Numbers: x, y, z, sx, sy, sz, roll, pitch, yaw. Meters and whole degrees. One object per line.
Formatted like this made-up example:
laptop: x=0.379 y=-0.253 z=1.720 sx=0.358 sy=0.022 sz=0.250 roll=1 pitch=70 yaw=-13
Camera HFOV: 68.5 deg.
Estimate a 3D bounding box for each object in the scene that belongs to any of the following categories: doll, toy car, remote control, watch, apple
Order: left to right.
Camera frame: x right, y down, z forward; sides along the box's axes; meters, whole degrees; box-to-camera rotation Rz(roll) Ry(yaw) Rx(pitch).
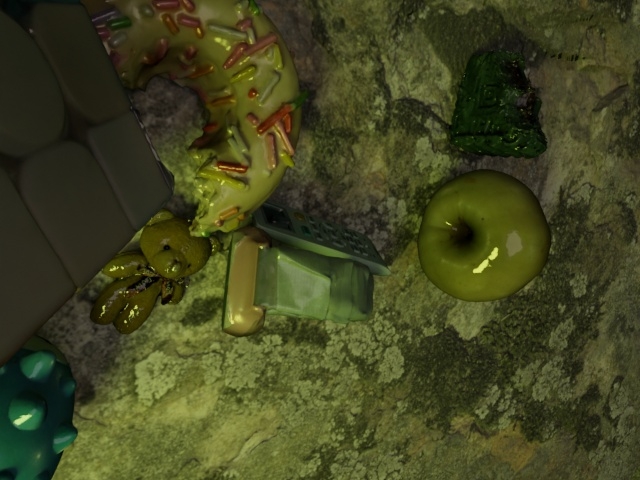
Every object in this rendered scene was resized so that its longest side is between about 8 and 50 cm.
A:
toy car: x=-0.391 y=0.209 z=0.567 sx=0.190 sy=0.255 sz=0.188 roll=-33 pitch=133 yaw=16
doll: x=-0.251 y=0.057 z=0.711 sx=0.137 sy=0.097 sz=0.209 roll=36 pitch=88 yaw=-36
watch: x=-0.031 y=0.081 z=0.751 sx=0.241 sy=0.253 sz=0.162 roll=8 pitch=80 yaw=-12
remote control: x=0.000 y=-0.001 z=0.840 sx=0.293 sy=0.103 sz=0.051 roll=21 pitch=116 yaw=-32
apple: x=0.326 y=-0.006 z=0.931 sx=0.262 sy=0.262 sz=0.262 roll=-7 pitch=105 yaw=-28

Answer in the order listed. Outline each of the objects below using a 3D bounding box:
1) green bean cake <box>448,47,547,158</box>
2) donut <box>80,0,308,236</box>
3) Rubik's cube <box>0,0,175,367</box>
green bean cake: x=0.357 y=-0.272 z=0.920 sx=0.107 sy=0.193 sz=0.208 roll=11 pitch=94 yaw=-25
donut: x=-0.171 y=-0.207 z=0.647 sx=0.371 sy=0.150 sz=0.307 roll=45 pitch=74 yaw=-23
Rubik's cube: x=-0.390 y=-0.085 z=0.387 sx=0.344 sy=0.346 sz=0.347 roll=-17 pitch=111 yaw=10
